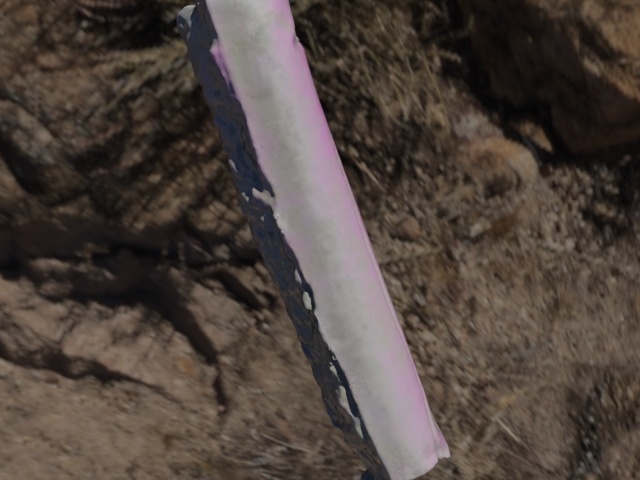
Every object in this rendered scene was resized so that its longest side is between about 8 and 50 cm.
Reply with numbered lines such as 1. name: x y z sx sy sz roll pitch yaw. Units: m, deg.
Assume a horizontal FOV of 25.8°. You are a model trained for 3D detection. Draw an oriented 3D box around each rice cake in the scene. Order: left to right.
1. rice cake: 0.000 0.000 0.675 0.055 0.049 0.269 -24 99 -27
